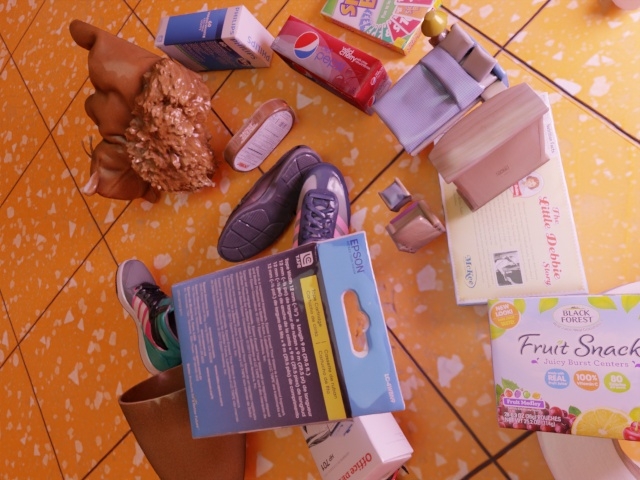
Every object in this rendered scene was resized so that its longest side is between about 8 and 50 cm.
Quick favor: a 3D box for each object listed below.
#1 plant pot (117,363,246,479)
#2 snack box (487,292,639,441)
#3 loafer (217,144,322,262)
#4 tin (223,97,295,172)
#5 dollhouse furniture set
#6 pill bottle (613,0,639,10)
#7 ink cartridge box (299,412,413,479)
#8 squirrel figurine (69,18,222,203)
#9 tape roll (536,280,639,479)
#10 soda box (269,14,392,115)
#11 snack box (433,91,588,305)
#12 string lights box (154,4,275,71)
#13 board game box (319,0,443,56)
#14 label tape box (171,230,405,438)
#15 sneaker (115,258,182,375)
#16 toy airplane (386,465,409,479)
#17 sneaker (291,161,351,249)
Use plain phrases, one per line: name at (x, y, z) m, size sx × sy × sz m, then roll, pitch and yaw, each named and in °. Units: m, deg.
plant pot at (-0.247, 0.392, 0.815) m, size 0.237 × 0.237 × 0.255 m, roll -15°, pitch 90°, yaw 25°
snack box at (0.339, 0.159, 0.536) m, size 0.206 × 0.070 × 0.175 m, roll -5°, pitch 81°, yaw 26°
loafer at (-0.113, -0.081, 0.883) m, size 0.302 × 0.109 × 0.095 m, roll -47°, pitch 31°, yaw 11°
tin at (-0.134, -0.228, 0.897) m, size 0.189 × 0.106 × 0.040 m, roll -45°, pitch 66°, yaw 15°
dollhouse furniture set at (0.150, -0.190, 0.630) m, size 0.286 × 0.198 × 0.304 m, roll -38°, pitch 65°, yaw 20°
pill bottle at (0.508, -0.419, 0.618) m, size 0.065 × 0.065 × 0.116 m, roll 44°, pitch 102°, yaw 25°
ink cartridge box at (0.043, 0.312, 0.689) m, size 0.140 × 0.082 × 0.191 m, roll -55°, pitch 44°, yaw 23°
squirrel figurine at (-0.427, -0.249, 0.967) m, size 0.396 × 0.281 × 0.371 m, roll 31°, pitch 103°, yaw 30°
tape roll at (0.489, 0.240, 0.526) m, size 0.391 × 0.072 × 0.393 m, roll -4°, pitch 81°, yaw 27°
soda box at (0.019, -0.368, 0.847) m, size 0.263 × 0.092 × 0.084 m, roll 40°, pitch 100°, yaw 26°
snack box at (0.303, -0.061, 0.673) m, size 0.187 × 0.060 × 0.322 m, roll -10°, pitch 78°, yaw 27°
string lights box at (-0.256, -0.478, 0.982) m, size 0.259 × 0.133 × 0.077 m, roll 10°, pitch 86°, yaw 28°
board game box at (0.112, -0.493, 0.853) m, size 0.259 × 0.039 × 0.124 m, roll 39°, pitch 100°, yaw 29°
label tape box at (-0.054, 0.152, 0.642) m, size 0.347 × 0.115 × 0.249 m, roll -16°, pitch 78°, yaw 19°
sneaker at (-0.368, 0.149, 0.949) m, size 0.178 × 0.123 × 0.296 m, roll -32°, pitch 77°, yaw 25°
toy airplane at (0.107, 0.451, 0.715) m, size 0.151 × 0.028 × 0.151 m, roll -5°, pitch 80°, yaw 28°
sneaker at (0.000, 0.000, 0.766) m, size 0.112 × 0.131 × 0.319 m, roll 3°, pitch 87°, yaw 4°
